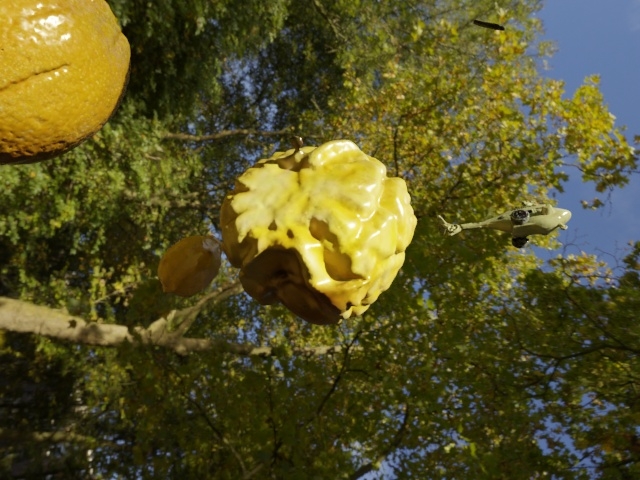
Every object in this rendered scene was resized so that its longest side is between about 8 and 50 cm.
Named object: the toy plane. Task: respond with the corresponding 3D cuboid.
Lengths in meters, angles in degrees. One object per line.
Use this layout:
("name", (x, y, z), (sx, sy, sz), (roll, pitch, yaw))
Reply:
("toy plane", (0.426, -0.043, 0.987), (0.287, 0.092, 0.108), (-10, -140, 18))

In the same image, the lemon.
("lemon", (-0.266, 0.049, 0.871), (0.114, 0.114, 0.155), (15, -121, 50))

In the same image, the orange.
("orange", (-0.512, -0.300, 0.703), (0.357, 0.322, 0.322), (-34, -139, -15))

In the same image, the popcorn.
("popcorn", (0.000, 0.000, 0.783), (0.349, 0.381, 0.348), (-6, -128, 8))

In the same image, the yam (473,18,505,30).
("yam", (0.393, -0.504, 0.982), (0.014, 0.014, 0.107), (-58, -142, 19))
